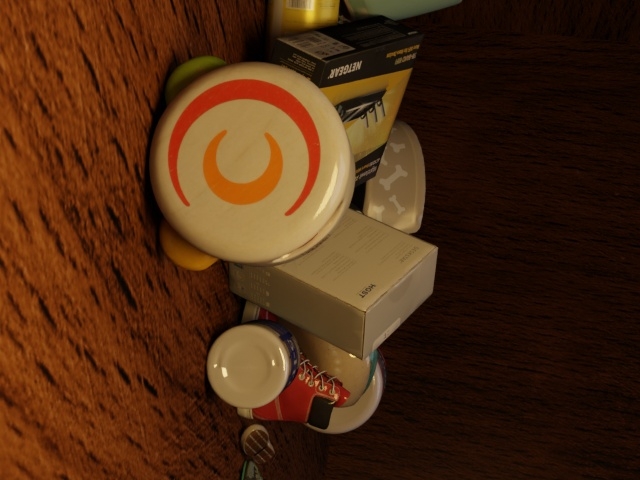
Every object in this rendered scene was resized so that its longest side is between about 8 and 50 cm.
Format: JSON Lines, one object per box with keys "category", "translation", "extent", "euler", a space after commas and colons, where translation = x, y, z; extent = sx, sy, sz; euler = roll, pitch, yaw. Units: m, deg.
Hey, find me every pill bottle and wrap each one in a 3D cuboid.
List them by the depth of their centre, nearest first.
{"category": "pill bottle", "translation": [-0.086, 0.167, 1.376], "extent": [0.186, 0.112, 0.112], "euler": [4, 93, -84]}
{"category": "pill bottle", "translation": [-0.029, -0.286, 1.423], "extent": [0.103, 0.103, 0.184], "euler": [-64, 160, -71]}
{"category": "pill bottle", "translation": [0.042, 0.301, 2.191], "extent": [0.363, 0.210, 0.210], "euler": [20, 77, -83]}

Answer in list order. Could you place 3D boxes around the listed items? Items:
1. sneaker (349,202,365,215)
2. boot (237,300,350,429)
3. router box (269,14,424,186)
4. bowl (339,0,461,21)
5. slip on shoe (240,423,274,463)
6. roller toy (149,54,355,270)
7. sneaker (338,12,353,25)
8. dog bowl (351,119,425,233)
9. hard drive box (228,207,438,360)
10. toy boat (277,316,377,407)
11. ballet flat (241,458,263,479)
{"category": "sneaker", "translation": [0.000, 0.000, 1.557], "extent": [0.130, 0.147, 0.330], "euler": [50, 26, -37]}
{"category": "boot", "translation": [-0.037, 0.180, 1.533], "extent": [0.088, 0.176, 0.244], "euler": [-61, 156, -61]}
{"category": "router box", "translation": [0.015, -0.174, 1.380], "extent": [0.309, 0.081, 0.243], "euler": [-31, 145, -55]}
{"category": "bowl", "translation": [0.065, -0.453, 1.498], "extent": [0.312, 0.163, 0.311], "euler": [58, 1, -1]}
{"category": "slip on shoe", "translation": [-0.110, 0.335, 1.665], "extent": [0.041, 0.051, 0.135], "euler": [54, -7, 30]}
{"category": "roller toy", "translation": [-0.063, -0.068, 0.979], "extent": [0.146, 0.191, 0.209], "euler": [39, 58, -83]}
{"category": "sneaker", "translation": [0.044, -0.343, 1.985], "extent": [0.122, 0.110, 0.283], "euler": [94, 7, -52]}
{"category": "dog bowl", "translation": [0.054, -0.059, 1.779], "extent": [0.349, 0.102, 0.349], "euler": [-34, -129, 56]}
{"category": "hard drive box", "translation": [0.016, 0.040, 1.370], "extent": [0.181, 0.232, 0.089], "euler": [-37, 141, -40]}
{"category": "toy boat", "translation": [-0.005, 0.194, 1.718], "extent": [0.267, 0.148, 0.318], "euler": [55, -38, 30]}
{"category": "ballet flat", "translation": [-0.113, 0.460, 1.655], "extent": [0.070, 0.070, 0.188], "euler": [87, 12, -57]}
